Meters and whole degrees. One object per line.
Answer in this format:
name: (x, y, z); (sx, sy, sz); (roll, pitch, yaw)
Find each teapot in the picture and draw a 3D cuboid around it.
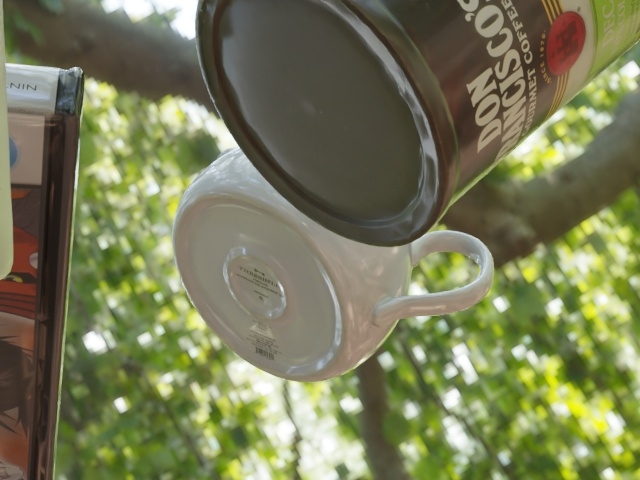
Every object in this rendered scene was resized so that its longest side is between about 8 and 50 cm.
teapot: (0.000, 0.000, 1.582); (0.187, 0.256, 0.252); (-39, 4, -39)

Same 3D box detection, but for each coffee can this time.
coffee can: (0.086, -0.155, 1.058); (0.275, 0.201, 0.201); (-40, -12, -30)

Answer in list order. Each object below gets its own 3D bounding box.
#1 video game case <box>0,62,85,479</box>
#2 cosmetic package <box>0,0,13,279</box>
video game case: (-0.238, 0.025, 0.738); (0.248, 0.035, 0.274); (5, -46, -8)
cosmetic package: (-0.117, -0.092, 0.287); (0.086, 0.231, 0.117); (2, 12, 14)
